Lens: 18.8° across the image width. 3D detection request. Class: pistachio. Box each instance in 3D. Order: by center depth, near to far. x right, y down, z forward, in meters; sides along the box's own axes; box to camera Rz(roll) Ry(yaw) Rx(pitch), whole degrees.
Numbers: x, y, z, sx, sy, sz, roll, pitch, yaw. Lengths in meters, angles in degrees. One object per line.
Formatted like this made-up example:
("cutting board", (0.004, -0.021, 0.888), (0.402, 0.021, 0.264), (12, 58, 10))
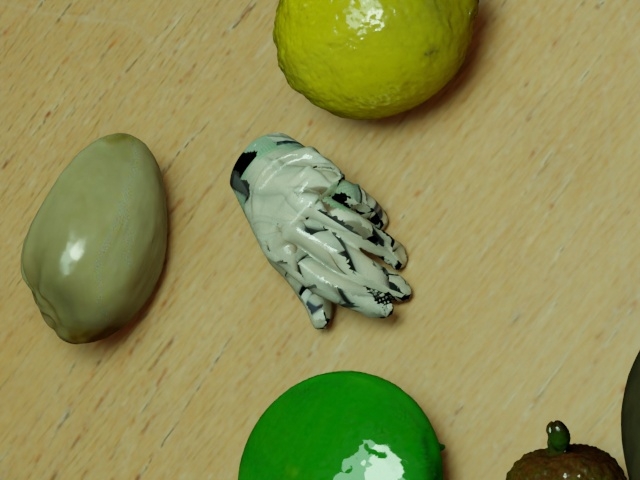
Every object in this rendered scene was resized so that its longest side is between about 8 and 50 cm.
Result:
("pistachio", (-0.224, 0.000, 1.949), (0.144, 0.144, 0.215), (11, 74, 28))

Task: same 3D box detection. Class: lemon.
("lemon", (0.050, -0.207, 1.854), (0.193, 0.180, 0.181), (6, 77, 36))

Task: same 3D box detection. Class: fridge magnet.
("fridge magnet", (0.019, 0.224, 1.784), (0.208, 0.088, 0.208), (-8, 70, 24))

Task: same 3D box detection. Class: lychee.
("lychee", (0.215, 0.226, 1.674), (0.114, 0.114, 0.146), (-10, 92, 23))

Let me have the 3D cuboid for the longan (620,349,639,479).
("longan", (0.362, 0.161, 1.547), (0.258, 0.258, 0.258), (-8, 71, 24))

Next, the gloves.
("gloves", (-0.002, -0.005, 1.858), (0.127, 0.111, 0.212), (-43, 53, 3))
